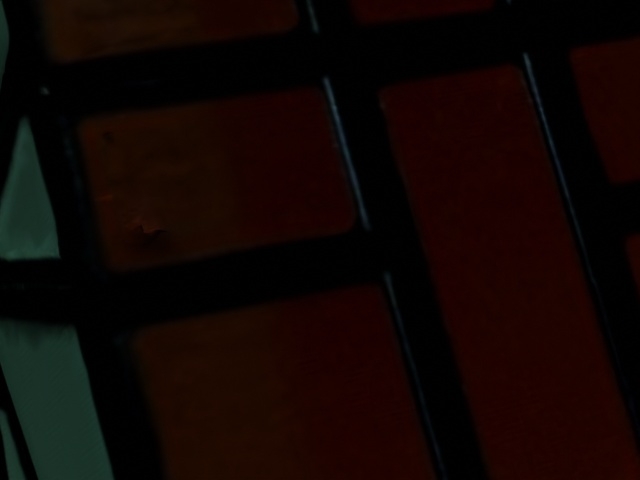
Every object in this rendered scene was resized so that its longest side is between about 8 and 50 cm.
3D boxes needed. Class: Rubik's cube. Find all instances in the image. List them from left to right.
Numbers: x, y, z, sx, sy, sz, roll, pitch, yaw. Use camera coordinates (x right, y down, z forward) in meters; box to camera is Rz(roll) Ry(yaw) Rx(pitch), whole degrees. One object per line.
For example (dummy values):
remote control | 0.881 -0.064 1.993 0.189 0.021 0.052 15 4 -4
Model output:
Rubik's cube | 0.000 0.000 0.696 0.284 0.293 0.288 -8 166 -23
